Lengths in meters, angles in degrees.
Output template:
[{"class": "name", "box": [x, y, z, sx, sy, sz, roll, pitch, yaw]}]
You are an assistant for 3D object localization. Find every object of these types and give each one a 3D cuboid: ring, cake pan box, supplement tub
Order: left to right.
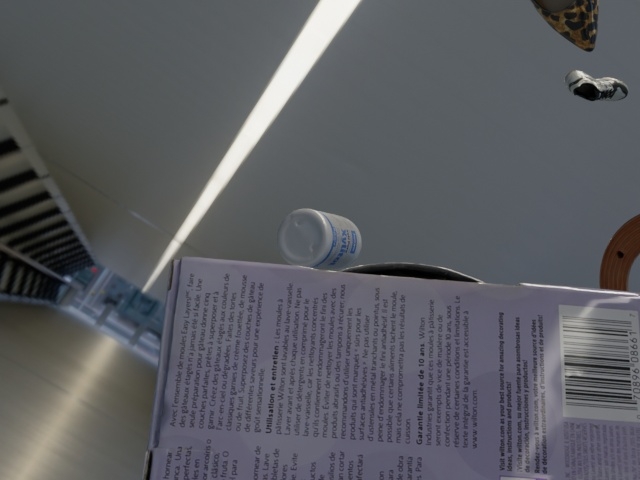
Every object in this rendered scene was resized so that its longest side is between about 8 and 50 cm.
[{"class": "supplement tub", "box": [0.000, 0.000, 0.899, 0.071, 0.071, 0.107, 26, 8, 24]}, {"class": "cake pan box", "box": [0.037, 0.138, 0.360, 0.246, 0.266, 0.070, 4, -17, -4]}, {"class": "ring", "box": [0.660, 0.100, 1.327, 0.337, 0.032, 0.336, 28, -53, 45]}]

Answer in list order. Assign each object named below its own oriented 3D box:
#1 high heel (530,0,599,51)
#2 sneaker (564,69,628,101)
[{"class": "high heel", "box": [0.304, -0.379, 1.047, 0.093, 0.186, 0.261, -25, -91, 42]}, {"class": "sneaker", "box": [0.342, -0.183, 0.909, 0.083, 0.037, 0.031, 9, -48, -8]}]
